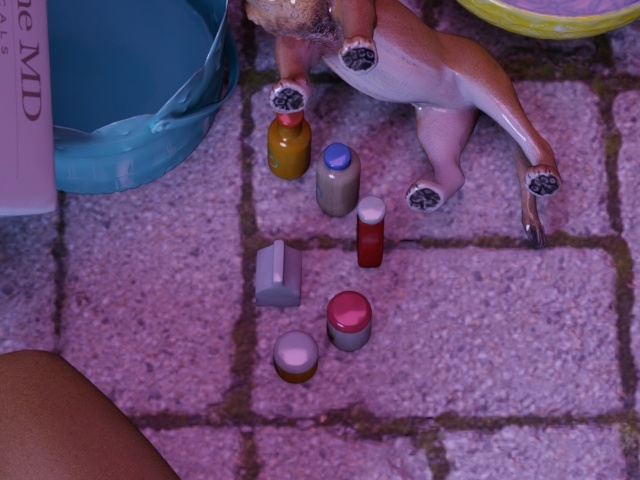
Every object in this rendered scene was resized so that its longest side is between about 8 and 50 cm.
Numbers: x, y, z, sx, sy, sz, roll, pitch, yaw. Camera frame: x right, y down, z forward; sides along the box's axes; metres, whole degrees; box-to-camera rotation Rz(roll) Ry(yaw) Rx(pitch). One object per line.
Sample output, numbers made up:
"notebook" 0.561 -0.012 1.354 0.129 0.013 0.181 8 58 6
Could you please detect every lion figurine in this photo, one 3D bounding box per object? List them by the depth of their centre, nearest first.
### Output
"lion figurine" 0.063 -0.168 1.698 0.142 0.392 0.240 -34 34 23

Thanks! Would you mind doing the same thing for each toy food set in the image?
"toy food set" 0.000 0.000 1.675 0.111 0.104 0.232 2 68 1

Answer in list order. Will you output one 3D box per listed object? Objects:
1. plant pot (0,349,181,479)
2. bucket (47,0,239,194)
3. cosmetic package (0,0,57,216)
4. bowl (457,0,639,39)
"plant pot" -0.213 0.221 1.540 0.237 0.237 0.254 -23 54 -10
"bucket" -0.205 -0.185 1.708 0.281 0.183 0.281 0 68 -1
"cosmetic package" -0.444 -0.172 1.438 0.327 0.393 0.329 -4 89 26
"bowl" 0.211 -0.293 1.769 0.289 0.156 0.289 0 68 -1
